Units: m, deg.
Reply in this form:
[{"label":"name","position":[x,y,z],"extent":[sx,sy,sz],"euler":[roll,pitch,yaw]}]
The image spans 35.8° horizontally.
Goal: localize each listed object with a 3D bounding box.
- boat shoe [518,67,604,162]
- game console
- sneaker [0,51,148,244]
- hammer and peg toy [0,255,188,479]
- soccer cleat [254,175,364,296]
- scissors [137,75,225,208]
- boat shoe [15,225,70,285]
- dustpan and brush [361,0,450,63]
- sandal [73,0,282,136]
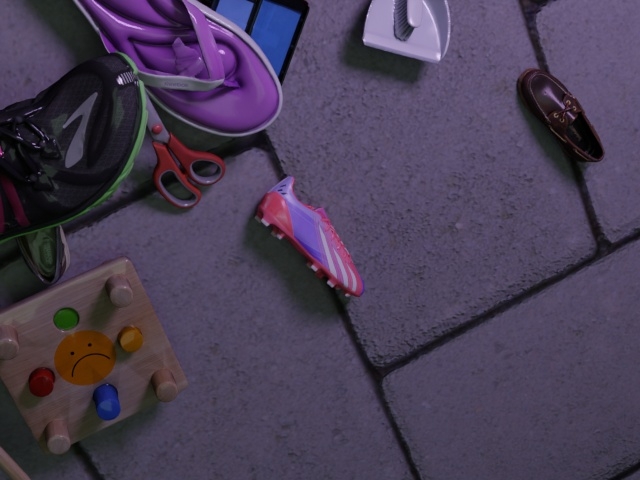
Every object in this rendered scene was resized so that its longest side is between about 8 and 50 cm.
[{"label":"boat shoe","position":[0.424,-0.216,1.720],"extent":[0.073,0.073,0.207],"euler":[-47,114,1]},{"label":"game console","position":[-0.106,-0.317,1.493],"extent":[0.124,0.085,0.144],"euler":[12,103,-43]},{"label":"sneaker","position":[-0.442,-0.092,1.332],"extent":[0.482,0.202,0.185],"euler":[-32,76,6]},{"label":"hammer and peg toy","position":[-0.412,0.207,1.539],"extent":[0.361,0.127,0.266],"euler":[-26,115,-10]},{"label":"soccer cleat","position":[0.000,0.000,1.642],"extent":[0.248,0.083,0.095],"euler":[42,86,-22]},{"label":"scissors","position":[-0.245,-0.149,1.475],"extent":[0.109,0.021,0.297],"euler":[-34,139,6]},{"label":"boat shoe","position":[-0.428,-0.037,1.482],"extent":[0.080,0.073,0.224],"euler":[-17,111,-10]},{"label":"dustpan and brush","position":[0.147,-0.401,1.569],"extent":[0.147,0.060,0.211],"euler":[10,75,-21]},{"label":"sandal","position":[-0.228,-0.286,1.417],"extent":[0.416,0.102,0.169],"euler":[40,106,-22]}]
